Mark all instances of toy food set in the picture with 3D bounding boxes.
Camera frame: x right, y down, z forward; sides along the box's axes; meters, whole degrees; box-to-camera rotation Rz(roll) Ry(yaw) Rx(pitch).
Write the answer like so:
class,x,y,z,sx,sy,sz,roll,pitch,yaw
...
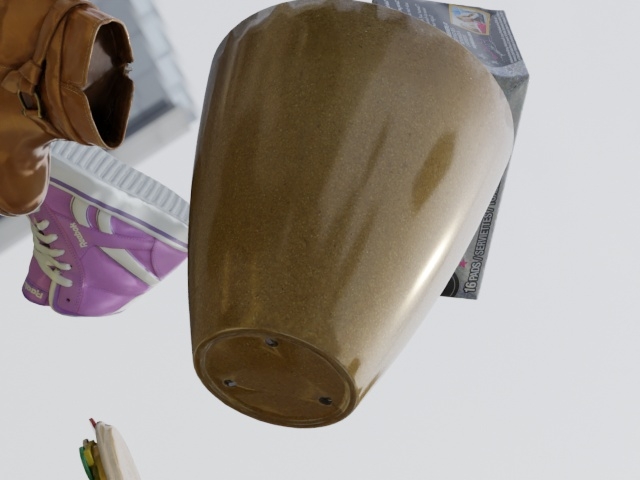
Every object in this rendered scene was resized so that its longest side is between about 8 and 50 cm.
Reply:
class,x,y,z,sx,sy,sz,roll,pitch,yaw
toy food set,-0.125,0.148,1.168,0.083,0.020,0.083,-92,161,-85

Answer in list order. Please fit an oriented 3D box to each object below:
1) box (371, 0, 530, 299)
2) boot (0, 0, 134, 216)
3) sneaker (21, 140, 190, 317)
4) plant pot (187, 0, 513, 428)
class,x,y,z,sx,sy,sz,roll,pitch,yaw
box,0.101,-0.090,1.862,0.163,0.142,0.247,-98,-165,-60
boot,-0.182,-0.083,1.280,0.152,0.073,0.197,24,-47,38
sneaker,-0.243,-0.013,1.747,0.282,0.161,0.102,35,15,-42
plant pot,0.000,0.000,1.373,0.237,0.254,0.237,11,-36,8
